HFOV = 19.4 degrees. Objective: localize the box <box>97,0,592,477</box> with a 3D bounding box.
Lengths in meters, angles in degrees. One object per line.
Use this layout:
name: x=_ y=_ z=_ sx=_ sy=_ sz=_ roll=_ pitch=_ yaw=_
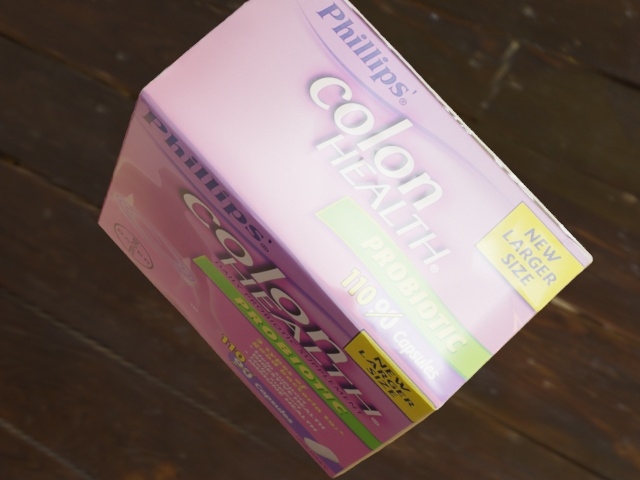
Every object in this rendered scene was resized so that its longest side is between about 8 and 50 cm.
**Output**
box: x=0.000 y=0.000 z=1.025 sx=0.117 sy=0.243 sz=0.213 roll=-42 pitch=87 yaw=-20
